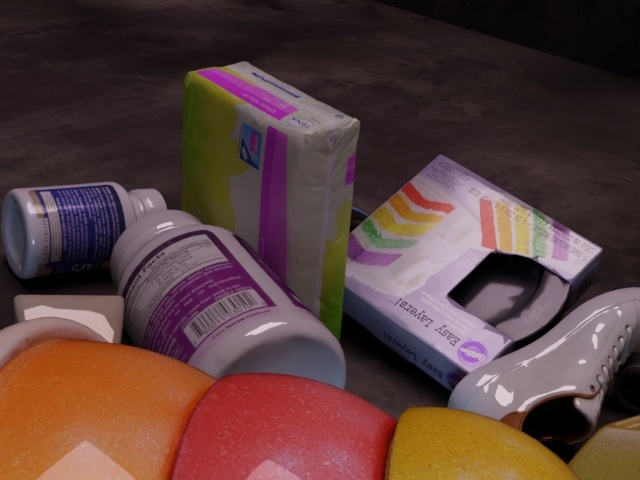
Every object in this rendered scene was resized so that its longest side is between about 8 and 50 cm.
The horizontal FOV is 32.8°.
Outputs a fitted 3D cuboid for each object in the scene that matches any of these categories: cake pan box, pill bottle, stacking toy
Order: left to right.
[{"bbox_3d":[-0.290,-0.017,1.355,0.187,0.112,0.112,-7,29,-33],"label":"pill bottle"},{"bbox_3d":[-0.113,0.086,1.135,0.169,0.169,0.301,-4,28,-29],"label":"pill bottle"},{"bbox_3d":[0.040,0.204,0.583,0.480,0.350,0.350,-4,22,13],"label":"stacking toy"},{"bbox_3d":[0.168,0.041,1.312,0.246,0.070,0.267,-41,57,-22],"label":"cake pan box"}]

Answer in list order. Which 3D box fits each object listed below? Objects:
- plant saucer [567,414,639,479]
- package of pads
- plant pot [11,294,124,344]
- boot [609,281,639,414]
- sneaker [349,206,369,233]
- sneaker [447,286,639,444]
[{"bbox_3d":[0.434,0.198,1.026,0.333,0.081,0.333,-8,-1,-33],"label":"plant saucer"},{"bbox_3d":[-0.070,-0.039,1.267,0.101,0.296,0.229,-18,36,-36],"label":"package of pads"},{"bbox_3d":[-0.249,0.126,1.079,0.109,0.109,0.096,2,38,-19],"label":"plant pot"},{"bbox_3d":[0.516,0.156,1.326,0.338,0.118,0.222,1,27,5],"label":"boot"},{"bbox_3d":[0.000,0.000,1.511,0.188,0.067,0.078,-13,54,-44],"label":"sneaker"},{"bbox_3d":[0.287,0.156,1.193,0.290,0.106,0.123,-28,46,-22],"label":"sneaker"}]
